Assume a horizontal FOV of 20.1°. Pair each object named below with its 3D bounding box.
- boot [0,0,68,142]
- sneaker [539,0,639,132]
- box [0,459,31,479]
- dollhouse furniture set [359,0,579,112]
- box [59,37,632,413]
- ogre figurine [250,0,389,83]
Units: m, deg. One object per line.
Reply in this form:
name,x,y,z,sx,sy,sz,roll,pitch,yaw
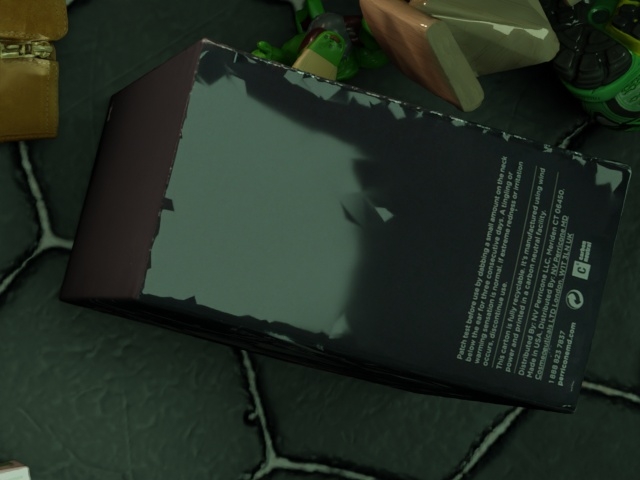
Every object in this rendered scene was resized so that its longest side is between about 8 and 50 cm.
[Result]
boot,-0.304,-0.211,1.378,0.211,0.104,0.295,-9,95,-22
sneaker,0.283,-0.248,1.549,0.343,0.134,0.146,-62,148,-21
box,-0.263,0.227,1.366,0.101,0.087,0.102,-12,91,-17
dollhouse furniture set,0.116,-0.360,1.223,0.362,0.256,0.394,-35,116,-5
box,0.000,0.000,1.324,0.313,0.343,0.179,16,83,-15
ogre figurine,0.014,-0.151,1.452,0.197,0.118,0.097,-35,101,-14
